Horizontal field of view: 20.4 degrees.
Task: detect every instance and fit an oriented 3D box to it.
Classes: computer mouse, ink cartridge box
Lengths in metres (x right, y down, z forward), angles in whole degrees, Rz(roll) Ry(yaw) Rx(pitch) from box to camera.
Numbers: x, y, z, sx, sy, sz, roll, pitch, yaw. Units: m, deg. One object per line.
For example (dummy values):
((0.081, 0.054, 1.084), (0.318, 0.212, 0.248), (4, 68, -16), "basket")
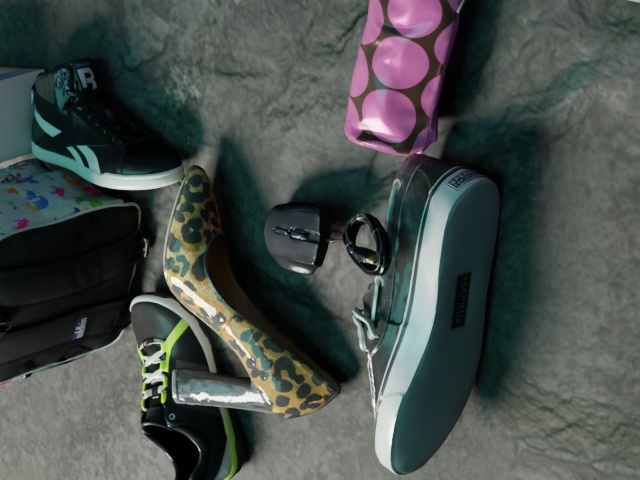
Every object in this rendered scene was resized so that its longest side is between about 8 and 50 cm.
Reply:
((0.000, 0.000, 1.709), (0.242, 0.041, 0.071), (8, 89, 64), "computer mouse")
((-0.385, -0.146, 2.014), (0.143, 0.090, 0.092), (8, 112, 40), "ink cartridge box")

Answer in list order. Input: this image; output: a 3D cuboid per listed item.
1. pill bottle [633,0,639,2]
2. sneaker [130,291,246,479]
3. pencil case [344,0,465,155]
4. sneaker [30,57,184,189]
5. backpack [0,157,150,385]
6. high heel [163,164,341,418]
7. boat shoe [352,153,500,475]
((0.169, -0.295, 1.436), (0.272, 0.152, 0.152), (21, 119, 33), "pill bottle")
((-0.158, 0.169, 1.936), (0.084, 0.097, 0.235), (-26, 89, 43), "sneaker")
((0.085, -0.178, 1.601), (0.098, 0.095, 0.209), (21, 123, 16), "pencil case")
((-0.238, -0.131, 1.899), (0.217, 0.079, 0.121), (16, 118, 37), "sneaker")
((-0.338, 0.037, 1.933), (0.191, 0.253, 0.225), (31, 125, 28), "backpack")
((-0.065, 0.053, 1.841), (0.186, 0.093, 0.261), (3, 100, 21), "high heel")
((0.084, 0.069, 1.681), (0.105, 0.113, 0.306), (26, 119, 39), "boat shoe")
